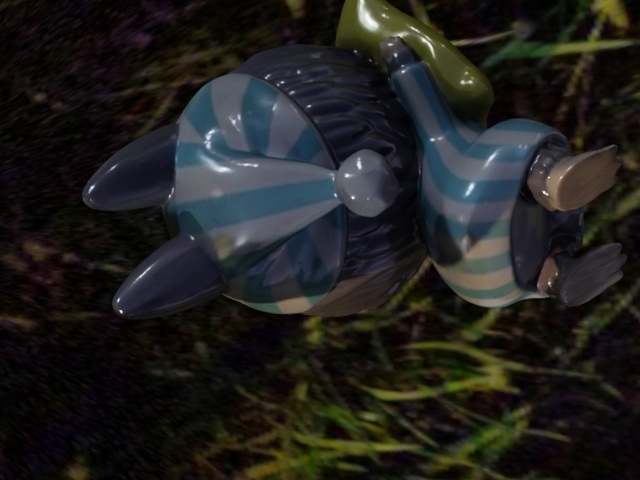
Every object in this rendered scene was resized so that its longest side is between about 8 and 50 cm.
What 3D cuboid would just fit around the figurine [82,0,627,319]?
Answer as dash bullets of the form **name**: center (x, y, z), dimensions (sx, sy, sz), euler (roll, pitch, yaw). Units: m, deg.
- **figurine**: center (0.000, 0.000, 1.364), dimensions (0.377, 0.361, 0.266), euler (-34, 131, -26)
